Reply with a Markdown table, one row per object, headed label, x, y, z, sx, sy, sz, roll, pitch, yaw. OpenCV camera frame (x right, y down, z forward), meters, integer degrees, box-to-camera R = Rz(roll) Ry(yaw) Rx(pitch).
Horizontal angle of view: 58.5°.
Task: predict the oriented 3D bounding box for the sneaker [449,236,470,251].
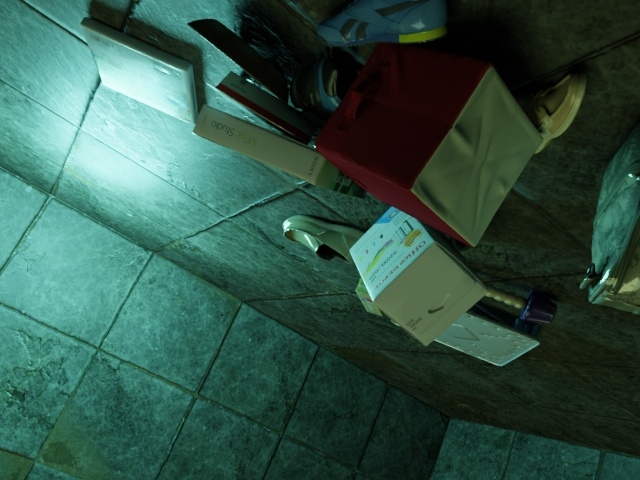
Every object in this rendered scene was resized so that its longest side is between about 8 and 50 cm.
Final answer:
| label | x | y | z | sx | sy | sz | roll | pitch | yaw |
| --- | --- | --- | --- | --- | --- | --- | --- | --- | --- |
| sneaker | 0.287 | -0.014 | 1.168 | 0.064 | 0.086 | 0.192 | 21 | 160 | 10 |

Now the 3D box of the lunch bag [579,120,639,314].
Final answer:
| label | x | y | z | sx | sy | sz | roll | pitch | yaw |
| --- | --- | --- | --- | --- | --- | --- | --- | --- | --- |
| lunch bag | 0.513 | 0.011 | 0.728 | 0.305 | 0.256 | 0.212 | 19 | 160 | 13 |

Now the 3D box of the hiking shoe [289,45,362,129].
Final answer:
| label | x | y | z | sx | sy | sz | roll | pitch | yaw |
| --- | --- | --- | --- | --- | --- | --- | --- | --- | --- |
| hiking shoe | 0.092 | -0.182 | 0.931 | 0.304 | 0.113 | 0.132 | 33 | 159 | -21 |

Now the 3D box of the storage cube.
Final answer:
| label | x | y | z | sx | sy | sz | roll | pitch | yaw |
| --- | --- | --- | --- | --- | --- | --- | --- | --- | --- |
| storage cube | 0.146 | -0.133 | 0.781 | 0.215 | 0.183 | 0.193 | 33 | -179 | -45 |

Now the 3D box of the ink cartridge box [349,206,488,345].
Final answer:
| label | x | y | z | sx | sy | sz | roll | pitch | yaw |
| --- | --- | --- | --- | --- | --- | --- | --- | --- | --- |
| ink cartridge box | 0.193 | 0.058 | 1.174 | 0.168 | 0.171 | 0.232 | 39 | -167 | -23 |

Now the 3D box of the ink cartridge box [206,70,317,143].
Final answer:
| label | x | y | z | sx | sy | sz | roll | pitch | yaw |
| --- | --- | --- | --- | --- | --- | --- | --- | --- | --- |
| ink cartridge box | -0.089 | -0.228 | 0.974 | 0.181 | 0.056 | 0.224 | 30 | -176 | -5 |

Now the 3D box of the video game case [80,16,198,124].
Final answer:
| label | x | y | z | sx | sy | sz | roll | pitch | yaw |
| --- | --- | --- | --- | --- | --- | --- | --- | --- | --- |
| video game case | -0.364 | -0.342 | 1.180 | 0.227 | 0.026 | 0.206 | 24 | 160 | 0 |

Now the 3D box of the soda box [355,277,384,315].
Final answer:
| label | x | y | z | sx | sy | sz | roll | pitch | yaw |
| --- | --- | --- | --- | --- | --- | --- | --- | --- | --- |
| soda box | 0.168 | 0.179 | 1.834 | 0.061 | 0.058 | 0.181 | 15 | 157 | 24 |

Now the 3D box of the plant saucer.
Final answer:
| label | x | y | z | sx | sy | sz | roll | pitch | yaw |
| --- | --- | --- | --- | --- | --- | --- | --- | --- | --- |
| plant saucer | -0.121 | -0.292 | 0.913 | 0.198 | 0.036 | 0.198 | 37 | -171 | -7 |

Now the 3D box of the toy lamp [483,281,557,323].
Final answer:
| label | x | y | z | sx | sy | sz | roll | pitch | yaw |
| --- | --- | --- | --- | --- | --- | --- | --- | --- | --- |
| toy lamp | 0.428 | 0.126 | 1.383 | 0.275 | 0.080 | 0.080 | 23 | 160 | 11 |

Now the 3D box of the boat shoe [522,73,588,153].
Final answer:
| label | x | y | z | sx | sy | sz | roll | pitch | yaw |
| --- | --- | --- | --- | --- | --- | --- | --- | --- | --- |
| boat shoe | 0.305 | -0.173 | 0.785 | 0.059 | 0.063 | 0.170 | 18 | 160 | 2 |

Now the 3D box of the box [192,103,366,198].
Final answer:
| label | x | y | z | sx | sy | sz | roll | pitch | yaw |
| --- | --- | --- | --- | --- | --- | --- | --- | --- | --- |
| box | -0.050 | -0.151 | 1.034 | 0.232 | 0.058 | 0.322 | 25 | -171 | 16 |

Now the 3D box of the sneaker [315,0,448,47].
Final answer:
| label | x | y | z | sx | sy | sz | roll | pitch | yaw |
| --- | --- | --- | --- | --- | --- | --- | --- | --- | --- |
| sneaker | 0.073 | -0.301 | 0.748 | 0.209 | 0.069 | 0.082 | 14 | 131 | 43 |

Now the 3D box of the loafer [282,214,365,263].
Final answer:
| label | x | y | z | sx | sy | sz | roll | pitch | yaw |
| --- | --- | --- | --- | --- | --- | --- | --- | --- | --- |
| loafer | 0.000 | 0.000 | 1.524 | 0.268 | 0.092 | 0.102 | 10 | 155 | 35 |

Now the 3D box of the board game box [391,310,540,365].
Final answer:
| label | x | y | z | sx | sy | sz | roll | pitch | yaw |
| --- | --- | --- | --- | --- | --- | --- | --- | --- | --- |
| board game box | 0.424 | 0.257 | 1.749 | 0.390 | 0.050 | 0.390 | 21 | 160 | 9 |
